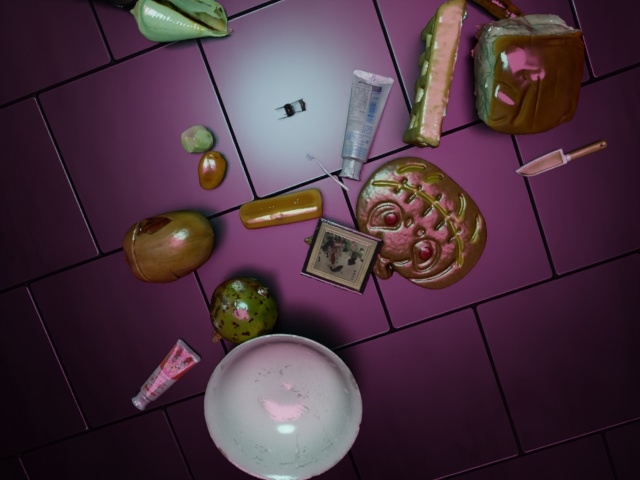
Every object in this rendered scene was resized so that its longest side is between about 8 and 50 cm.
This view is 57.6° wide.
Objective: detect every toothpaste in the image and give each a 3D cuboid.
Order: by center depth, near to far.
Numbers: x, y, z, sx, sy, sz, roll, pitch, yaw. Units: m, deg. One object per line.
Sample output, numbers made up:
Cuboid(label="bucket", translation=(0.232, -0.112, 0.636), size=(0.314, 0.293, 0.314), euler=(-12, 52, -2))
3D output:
Cuboid(label="toothpaste", translation=(0.115, -0.318, 1.624), size=(0.113, 0.073, 0.300), euler=(13, 92, 1))
Cuboid(label="toothpaste", translation=(-0.473, 0.412, 1.766), size=(0.089, 0.057, 0.234), euler=(44, 90, -3))

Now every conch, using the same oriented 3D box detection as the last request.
Cuboid(label="conch", translation=(-0.378, -0.614, 1.557), size=(0.250, 0.137, 0.144), euler=(-8, 98, 3))

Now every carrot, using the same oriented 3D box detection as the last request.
Cuboid(label="carrot", translation=(0.448, -0.649, 1.557), size=(0.314, 0.066, 0.066), euler=(34, 98, -4))

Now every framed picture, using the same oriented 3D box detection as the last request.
Cuboid(label="framed picture", translation=(0.060, 0.051, 1.673), size=(0.199, 0.010, 0.195), euler=(20, 117, 2))

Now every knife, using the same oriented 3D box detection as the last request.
Cuboid(label="knife", translation=(0.672, -0.234, 1.632), size=(0.255, 0.022, 0.046), euler=(-20, 106, 10))

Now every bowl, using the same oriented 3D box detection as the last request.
Cuboid(label="bowl", translation=(-0.098, 0.448, 1.680), size=(0.433, 0.196, 0.436), euler=(0, 99, 3))

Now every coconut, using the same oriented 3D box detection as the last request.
Cuboid(label="coconut", translation=(-0.343, -0.285, 1.639), size=(0.082, 0.081, 0.084), euler=(21, 118, 34))

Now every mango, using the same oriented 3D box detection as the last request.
Cuboid(label="mango", translation=(-0.312, -0.198, 1.658), size=(0.080, 0.060, 0.115), euler=(20, 97, -17))

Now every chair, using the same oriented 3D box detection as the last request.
Cuboid(label="chair", translation=(-0.084, -0.369, 1.638), size=(0.086, 0.042, 0.037), euler=(-25, 100, -30))

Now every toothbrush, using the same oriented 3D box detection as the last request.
Cuboid(label="toothbrush", translation=(0.023, -0.196, 1.669), size=(0.162, 0.014, 0.017), euler=(39, 84, -4))

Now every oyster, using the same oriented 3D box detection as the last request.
Cuboid(label="oyster", translation=(0.000, 0.003, 1.691), size=(0.093, 0.034, 0.051), euler=(-24, 90, 10))

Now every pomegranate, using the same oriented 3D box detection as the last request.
Cuboid(label="pomegranate", translation=(-0.228, 0.207, 1.673), size=(0.198, 0.246, 0.199), euler=(8, 66, -18))

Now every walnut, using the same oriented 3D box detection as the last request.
Cuboid(label="walnut", translation=(-0.432, 0.022, 1.633), size=(0.297, 0.203, 0.203), euler=(-22, 98, 22))

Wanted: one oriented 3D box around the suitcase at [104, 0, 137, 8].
Cuboid(label="suitcase", translation=(-0.609, -0.763, 1.532), size=(0.296, 0.161, 0.237), euler=(14, 98, 1))

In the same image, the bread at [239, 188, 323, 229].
Cuboid(label="bread", translation=(-0.109, -0.084, 1.657), size=(0.239, 0.074, 0.093), euler=(-10, 62, 5))

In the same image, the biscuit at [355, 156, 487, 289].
Cuboid(label="biscuit", translation=(0.273, -0.030, 1.655), size=(0.394, 0.070, 0.351), euler=(37, 98, -4))

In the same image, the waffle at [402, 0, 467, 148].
Cuboid(label="waffle", translation=(0.287, -0.408, 1.482), size=(0.077, 0.304, 0.349), euler=(9, 97, 1))

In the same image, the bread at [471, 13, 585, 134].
Cuboid(label="bread", translation=(0.534, -0.426, 1.506), size=(0.249, 0.225, 0.279), euler=(-6, 116, -3))
